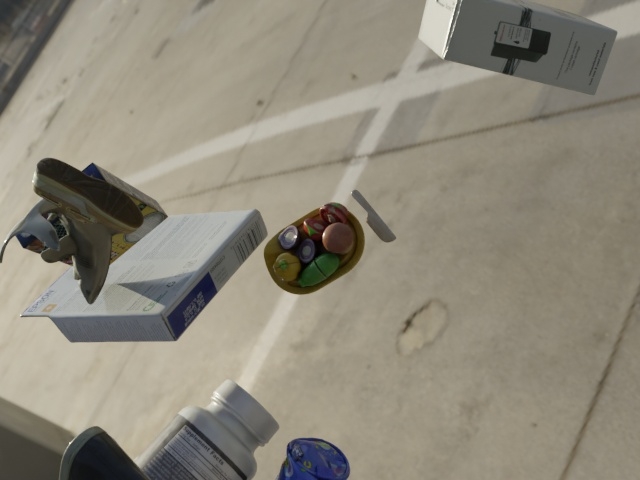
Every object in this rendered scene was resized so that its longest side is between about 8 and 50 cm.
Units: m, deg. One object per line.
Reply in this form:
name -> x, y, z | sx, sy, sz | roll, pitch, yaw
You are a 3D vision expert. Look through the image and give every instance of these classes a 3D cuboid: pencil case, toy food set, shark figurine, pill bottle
pencil case -> -0.053, 0.486, 1.652 | 0.133, 0.119, 0.306 | -115, 48, -70
toy food set -> 0.000, 0.000, 1.608 | 0.218, 0.128, 0.071 | -32, -18, 7
shark figurine -> -0.300, -0.020, 1.244 | 0.278, 0.116, 0.166 | 67, -148, -74
pill bottle -> -0.223, 0.401, 1.673 | 0.318, 0.176, 0.176 | -46, 18, -17

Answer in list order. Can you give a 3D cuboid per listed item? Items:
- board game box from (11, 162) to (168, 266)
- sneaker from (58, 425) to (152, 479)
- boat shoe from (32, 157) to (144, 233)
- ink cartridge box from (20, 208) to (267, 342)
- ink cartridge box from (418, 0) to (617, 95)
board game box -> -0.366, -0.029, 1.561 | 0.165, 0.042, 0.243 | -39, -18, 3
sneaker -> -0.253, 0.333, 1.152 | 0.083, 0.118, 0.222 | -35, -31, -40
boat shoe -> -0.269, -0.045, 1.113 | 0.045, 0.135, 0.050 | -54, 7, 37
ink cartridge box -> -0.306, 0.061, 1.705 | 0.330, 0.071, 0.324 | -4, 31, 33
ink cartridge box -> 0.244, -0.262, 1.228 | 0.153, 0.209, 0.086 | -106, 29, -67
